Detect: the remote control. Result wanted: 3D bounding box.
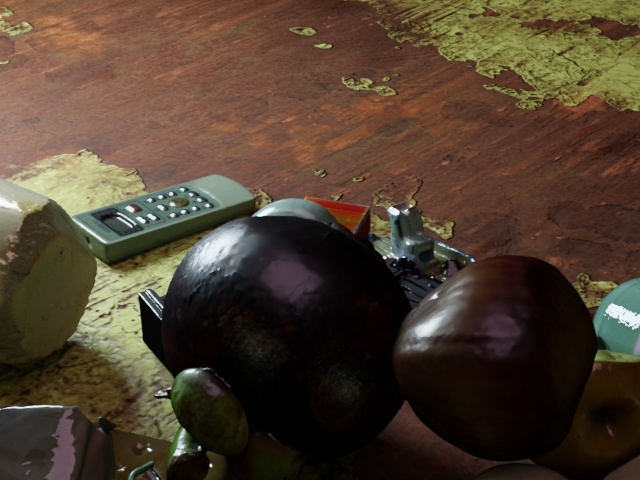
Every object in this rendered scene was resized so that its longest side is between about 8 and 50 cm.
[{"bbox_3d":[-0.242,-0.043,1.942,0.285,0.038,0.123,-20,37,-32],"label":"remote control"}]

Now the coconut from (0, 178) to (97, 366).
[{"bbox_3d":[-0.438,0.034,1.621,0.244,0.239,0.239,20,35,21],"label":"coconut"}]

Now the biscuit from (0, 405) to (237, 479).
[{"bbox_3d":[-0.270,0.279,1.400,0.324,0.044,0.217,11,34,14],"label":"biscuit"}]

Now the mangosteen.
[{"bbox_3d":[-0.058,0.139,1.427,0.306,0.306,0.359,29,74,38],"label":"mangosteen"}]

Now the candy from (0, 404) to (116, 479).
[{"bbox_3d":[-0.300,0.269,1.265,0.184,0.137,0.195,-5,58,5],"label":"candy"}]

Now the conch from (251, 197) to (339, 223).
[{"bbox_3d":[-0.039,0.046,1.707,0.185,0.121,0.221,-5,53,31],"label":"conch"}]

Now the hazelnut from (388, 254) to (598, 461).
[{"bbox_3d":[0.175,0.121,1.279,0.217,0.217,0.251,9,7,11],"label":"hazelnut"}]

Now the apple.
[{"bbox_3d":[0.301,0.192,1.454,0.195,0.160,0.173,5,15,-16],"label":"apple"}]

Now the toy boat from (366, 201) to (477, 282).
[{"bbox_3d":[0.152,0.026,1.771,0.114,0.115,0.262,-20,37,-31],"label":"toy boat"}]

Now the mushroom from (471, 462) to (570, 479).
[{"bbox_3d":[0.219,0.332,1.233,0.206,0.209,0.206,17,6,-2],"label":"mushroom"}]

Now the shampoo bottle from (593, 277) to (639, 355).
[{"bbox_3d":[0.468,0.150,1.502,0.151,0.222,0.349,-25,26,-18],"label":"shampoo bottle"}]

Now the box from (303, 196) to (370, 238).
[{"bbox_3d":[0.000,0.001,1.870,0.112,0.048,0.175,9,32,16],"label":"box"}]

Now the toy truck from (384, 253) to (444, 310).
[{"bbox_3d":[0.153,0.118,1.621,0.252,0.114,0.107,26,39,32],"label":"toy truck"}]

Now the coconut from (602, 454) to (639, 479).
[{"bbox_3d":[0.363,0.295,1.309,0.147,0.153,0.147,8,61,-14],"label":"coconut"}]

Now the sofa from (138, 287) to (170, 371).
[{"bbox_3d":[-0.179,0.125,1.620,0.060,0.085,0.147,-20,36,-26],"label":"sofa"}]

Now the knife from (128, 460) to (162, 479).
[{"bbox_3d":[-0.140,0.319,1.300,0.054,0.015,0.212,-17,55,-41],"label":"knife"}]
